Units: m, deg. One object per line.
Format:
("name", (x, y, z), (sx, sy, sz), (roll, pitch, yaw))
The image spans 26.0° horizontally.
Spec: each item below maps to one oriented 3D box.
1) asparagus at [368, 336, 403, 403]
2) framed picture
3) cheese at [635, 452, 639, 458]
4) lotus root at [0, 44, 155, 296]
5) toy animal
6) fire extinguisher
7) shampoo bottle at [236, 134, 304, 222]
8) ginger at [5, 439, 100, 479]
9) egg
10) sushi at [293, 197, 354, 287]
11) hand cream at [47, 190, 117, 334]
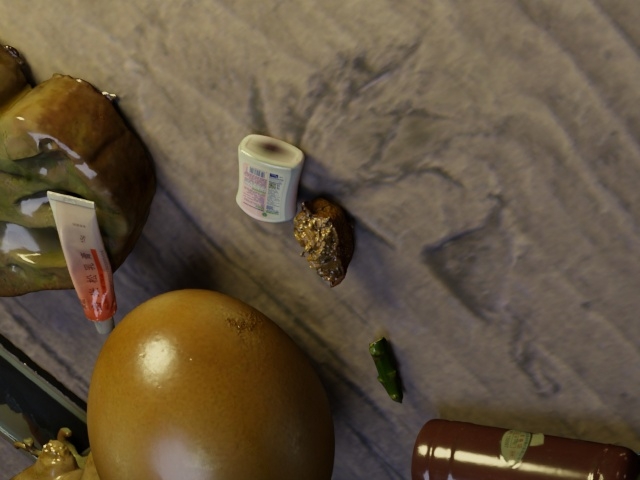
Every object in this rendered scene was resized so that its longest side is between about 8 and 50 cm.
("asparagus", (0.078, 0.154, 1.644), (0.021, 0.025, 0.108), (48, 163, 52))
("framed picture", (-0.434, 0.231, 1.995), (0.265, 0.018, 0.192), (41, 134, -11))
("cheese", (0.428, 0.360, 1.617), (0.177, 0.069, 0.270), (-14, 110, 37))
("lotus root", (-0.384, -0.077, 1.628), (0.391, 0.111, 0.375), (21, 140, 8))
("toy animal", (-0.329, 0.325, 1.973), (0.241, 0.056, 0.099), (6, 132, 20))
("fire extinguisher", (0.280, 0.257, 1.583), (0.344, 0.138, 0.102), (4, 174, 29))
("shampoo bottle", (-0.056, -0.062, 1.506), (0.072, 0.043, 0.099), (19, 136, 12))
("ginger", (-0.307, 0.361, 1.834), (0.376, 0.166, 0.236), (18, 134, 21))
("egg", (-0.128, 0.222, 1.633), (0.283, 0.282, 0.351), (-2, 117, 30))
("sushi", (0.003, 0.000, 1.519), (0.062, 0.060, 0.118), (-9, 123, 40))
("hand cream", (-0.262, 0.030, 1.581), (0.052, 0.038, 0.216), (-9, 135, -2))
